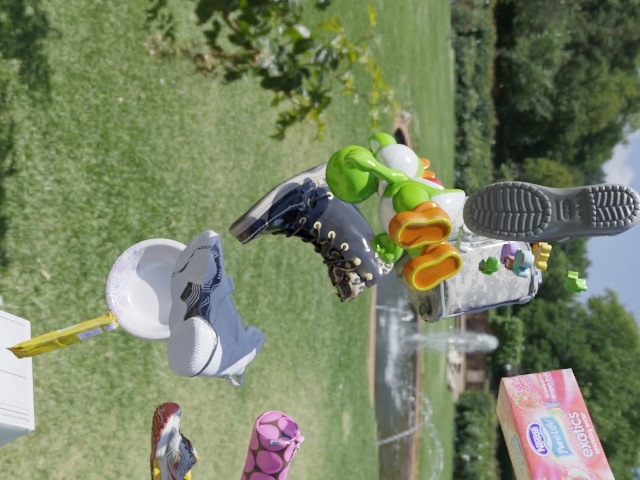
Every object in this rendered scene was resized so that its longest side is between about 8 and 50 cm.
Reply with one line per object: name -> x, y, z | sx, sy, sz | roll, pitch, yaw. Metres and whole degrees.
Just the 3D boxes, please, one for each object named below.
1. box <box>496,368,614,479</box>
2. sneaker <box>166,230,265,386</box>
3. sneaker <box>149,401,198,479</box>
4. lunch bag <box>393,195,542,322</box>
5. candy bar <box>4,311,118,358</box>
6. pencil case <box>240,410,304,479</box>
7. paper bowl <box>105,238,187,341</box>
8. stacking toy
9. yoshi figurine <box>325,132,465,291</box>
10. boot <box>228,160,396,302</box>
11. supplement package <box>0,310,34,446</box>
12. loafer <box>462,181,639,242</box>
box -> 0.462, 0.423, 1.421 | 0.142, 0.154, 0.300 | 80, 3, -46
sneaker -> -0.246, 0.169, 1.712 | 0.210, 0.137, 0.366 | 34, 47, -44
sneaker -> -0.291, 0.408, 1.429 | 0.088, 0.093, 0.225 | -113, -153, -53
lunch bag -> 0.333, 0.046, 1.657 | 0.212, 0.305, 0.256 | 132, -55, -62
candy bar -> -0.375, 0.141, 1.052 | 0.040, 0.161, 0.018 | 82, -13, -55
pencil case -> -0.098, 0.435, 1.365 | 0.095, 0.098, 0.209 | -52, 158, -63
paper bowl -> -0.449, 0.146, 2.026 | 0.148, 0.284, 0.284 | 90, 3, -77
stacking toy -> 0.337, 0.028, 1.225 | 0.221, 0.167, 0.052 | -104, -155, -78
yoshi figurine -> 0.111, -0.071, 1.308 | 0.203, 0.203, 0.362 | -56, -150, 25
boot -> 0.000, 0.000, 1.520 | 0.284, 0.138, 0.377 | 57, 36, -1
supplement package -> -0.664, 0.271, 1.404 | 0.139, 0.134, 0.244 | 41, 26, -53
loafer -> 0.338, -0.031, 1.060 | 0.087, 0.251, 0.094 | 39, 57, -62
